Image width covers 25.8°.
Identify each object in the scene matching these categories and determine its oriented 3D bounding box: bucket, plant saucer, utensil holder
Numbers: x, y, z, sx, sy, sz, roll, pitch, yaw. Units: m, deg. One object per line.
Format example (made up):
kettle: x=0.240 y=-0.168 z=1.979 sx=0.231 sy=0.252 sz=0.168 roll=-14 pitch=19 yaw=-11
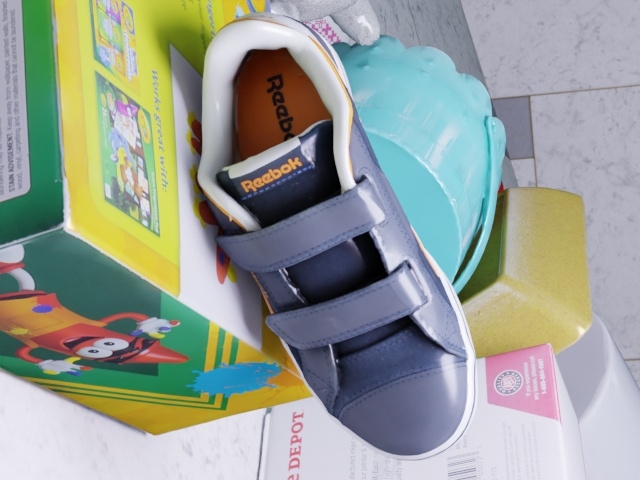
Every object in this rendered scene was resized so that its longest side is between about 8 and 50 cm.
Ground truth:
bucket: x=0.045 y=-0.051 z=1.431 sx=0.281 sy=0.281 sz=0.183 roll=65 pitch=28 yaw=-23
plant saucer: x=0.131 y=0.077 z=1.516 sx=0.081 sy=0.333 sz=0.333 roll=49 pitch=23 yaw=-15
utensil holder: x=0.280 y=0.299 z=1.746 sx=0.385 sy=0.327 sz=0.328 roll=58 pitch=22 yaw=-33

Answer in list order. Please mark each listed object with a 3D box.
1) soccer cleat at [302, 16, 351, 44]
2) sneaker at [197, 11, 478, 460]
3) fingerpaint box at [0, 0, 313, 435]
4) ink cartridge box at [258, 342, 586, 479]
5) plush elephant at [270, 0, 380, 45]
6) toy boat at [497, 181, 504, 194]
soccer cleat: x=-0.001 y=-0.344 z=1.791 sx=0.331 sy=0.143 sz=0.116 roll=47 pitch=30 yaw=-56
sneaker: x=0.000 y=0.000 z=0.923 sx=0.321 sy=0.126 sz=0.127 roll=66 pitch=13 yaw=8
fingerpaint box: x=-0.163 y=-0.122 z=1.008 sx=0.371 sy=0.163 sz=0.445 roll=40 pitch=37 yaw=-60
ink cartridge box: x=0.095 y=0.227 z=1.278 sx=0.207 sy=0.283 sz=0.117 roll=-86 pitch=157 yaw=-51
plush elephant: x=-0.018 y=-0.300 z=1.368 sx=0.255 sy=0.272 sz=0.330 roll=61 pitch=9 yaw=23
toy boat: x=0.215 y=0.046 z=2.141 sx=0.267 sy=0.148 sz=0.318 roll=38 pitch=45 yaw=-54
